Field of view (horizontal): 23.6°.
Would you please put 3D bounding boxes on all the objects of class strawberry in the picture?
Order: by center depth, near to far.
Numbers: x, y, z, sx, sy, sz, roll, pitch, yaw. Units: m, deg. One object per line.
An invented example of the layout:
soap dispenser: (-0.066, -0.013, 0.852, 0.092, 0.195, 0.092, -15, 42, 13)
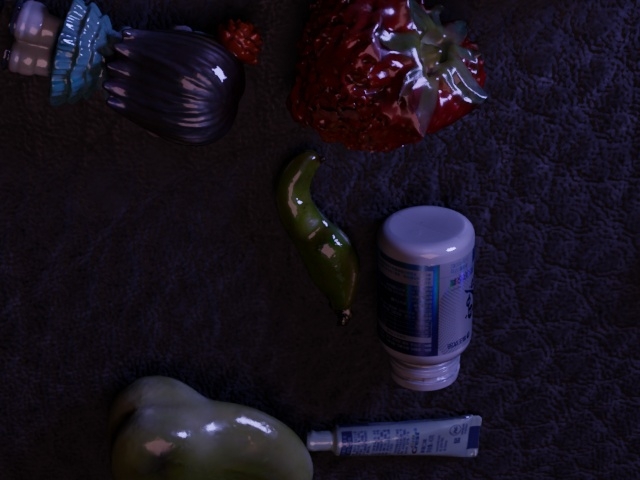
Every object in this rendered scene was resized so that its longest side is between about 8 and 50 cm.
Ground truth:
strawberry: (0.052, -0.169, 1.526, 0.201, 0.187, 0.184, -29, 79, 38)

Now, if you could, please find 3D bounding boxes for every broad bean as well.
broad bean: (0.000, 0.000, 1.674, 0.070, 0.048, 0.214, -16, 117, 3)
broad bean: (-0.131, 0.262, 1.768, 0.263, 0.121, 0.189, 26, 117, -22)

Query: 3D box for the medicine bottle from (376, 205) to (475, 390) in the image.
medicine bottle: (0.116, 0.066, 1.690, 0.107, 0.107, 0.191, -4, 120, -4)

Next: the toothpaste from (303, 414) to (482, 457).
toothpaste: (0.087, 0.237, 1.826, 0.216, 0.037, 0.062, -1, 119, -11)

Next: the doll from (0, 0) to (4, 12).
doll: (-0.315, -0.324, 1.432, 0.127, 0.088, 0.249, 6, 128, -31)

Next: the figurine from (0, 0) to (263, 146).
figurine: (-0.188, -0.179, 1.521, 0.245, 0.110, 0.138, 16, 114, -6)
